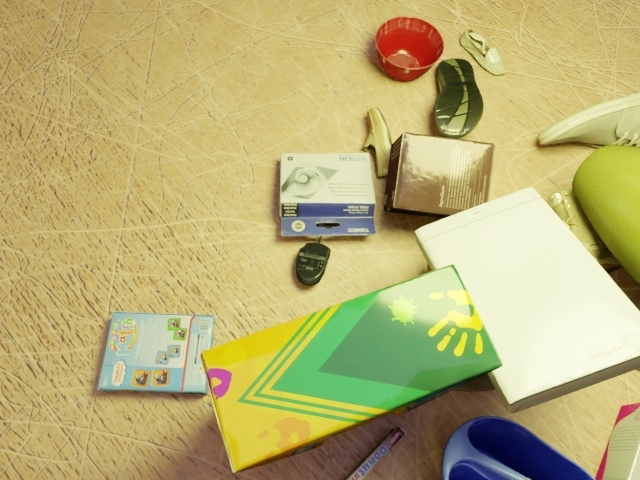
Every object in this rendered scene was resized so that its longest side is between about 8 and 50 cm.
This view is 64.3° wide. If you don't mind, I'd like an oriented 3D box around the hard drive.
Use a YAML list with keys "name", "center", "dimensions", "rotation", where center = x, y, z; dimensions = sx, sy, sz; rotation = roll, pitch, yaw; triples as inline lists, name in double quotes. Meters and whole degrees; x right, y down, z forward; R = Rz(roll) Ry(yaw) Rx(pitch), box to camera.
- name: "hard drive"
  center: [0.326, 0.073, 0.823]
  dimensions: [0.233, 0.047, 0.353]
  rotation: [-20, 47, 1]

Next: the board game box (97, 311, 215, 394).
- name: "board game box"
  center: [-0.333, 0.231, 1.050]
  dimensions: [0.212, 0.039, 0.160]
  rotation: [3, 66, -3]

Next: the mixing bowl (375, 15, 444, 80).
- name: "mixing bowl"
  center: [0.229, -0.497, 1.367]
  dimensions: [0.181, 0.098, 0.181]
  rotation: [1, 66, -3]

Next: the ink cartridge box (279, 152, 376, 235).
- name: "ink cartridge box"
  center: [0.015, -0.113, 1.195]
  dimensions: [0.223, 0.045, 0.224]
  rotation: [-1, 56, -4]

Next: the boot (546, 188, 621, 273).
- name: "boot"
  center: [0.555, -0.018, 1.144]
  dimensions: [0.262, 0.095, 0.203]
  rotation: [1, 62, -35]

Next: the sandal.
- name: "sandal"
  center: [0.356, -0.365, 1.332]
  dimensions: [0.120, 0.086, 0.302]
  rotation: [8, 52, 6]

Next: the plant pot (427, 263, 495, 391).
- name: "plant pot"
  center: [0.349, 0.106, 1.026]
  dimensions: [0.323, 0.323, 0.280]
  rotation: [-6, 51, -6]

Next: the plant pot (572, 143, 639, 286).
- name: "plant pot"
  center: [0.667, -0.069, 1.029]
  dimensions: [0.275, 0.274, 0.293]
  rotation: [-18, 42, -11]

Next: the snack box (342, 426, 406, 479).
- name: "snack box"
  center: [0.091, 0.428, 0.977]
  dimensions: [0.178, 0.064, 0.022]
  rotation: [-39, 73, -18]

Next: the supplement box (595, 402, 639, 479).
- name: "supplement box"
  center: [0.626, 0.436, 0.981]
  dimensions: [0.114, 0.111, 0.220]
  rotation: [30, 69, 9]

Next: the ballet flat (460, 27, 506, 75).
- name: "ballet flat"
  center: [0.455, -0.526, 1.417]
  dimensions: [0.057, 0.052, 0.168]
  rotation: [-38, 74, -18]

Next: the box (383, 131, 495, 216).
- name: "box"
  center: [0.261, -0.137, 1.149]
  dimensions: [0.203, 0.168, 0.167]
  rotation: [7, 91, -1]

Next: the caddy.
- name: "caddy"
  center: [0.352, 0.466, 0.882]
  dimensions: [0.341, 0.179, 0.241]
  rotation: [34, 50, 10]

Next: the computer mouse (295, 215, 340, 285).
- name: "computer mouse"
  center: [0.000, 0.000, 1.177]
  dimensions: [0.071, 0.041, 0.242]
  rotation: [14, 60, 11]

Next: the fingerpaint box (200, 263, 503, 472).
- name: "fingerpaint box"
  center: [0.030, 0.238, 0.849]
  dimensions: [0.371, 0.445, 0.163]
  rotation: [-17, 70, -11]

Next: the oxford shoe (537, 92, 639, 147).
- name: "oxford shoe"
  center: [0.772, -0.293, 1.289]
  dimensions: [0.449, 0.169, 0.130]
  rotation: [-14, 90, -10]

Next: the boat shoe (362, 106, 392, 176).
- name: "boat shoe"
  center: [0.139, -0.247, 1.275]
  dimensions: [0.072, 0.068, 0.190]
  rotation: [-17, 68, 2]
